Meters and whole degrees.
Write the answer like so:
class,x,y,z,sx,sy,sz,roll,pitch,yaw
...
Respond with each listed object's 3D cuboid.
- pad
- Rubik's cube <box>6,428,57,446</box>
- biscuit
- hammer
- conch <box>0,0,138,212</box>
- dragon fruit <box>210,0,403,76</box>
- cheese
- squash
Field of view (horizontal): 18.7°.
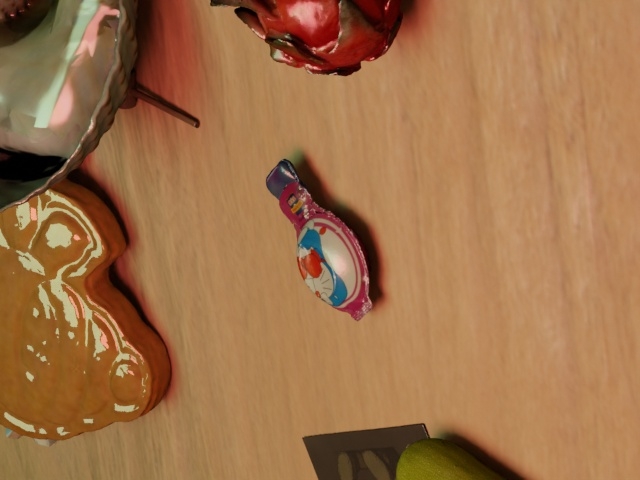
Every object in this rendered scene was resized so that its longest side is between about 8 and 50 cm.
class,x,y,z,sx,sy,sz,roll,pitch,yaw
pad,0.056,0.224,1.692,0.190,0.004,0.127,-15,97,56
Rubik's cube,-0.306,0.181,2.095,0.073,0.075,0.084,14,107,28
biscuit,-0.311,0.060,1.963,0.351,0.057,0.312,11,118,30
hammer,-0.147,-0.123,1.755,0.110,0.019,0.035,28,130,36
conch,-0.294,-0.172,1.727,0.303,0.215,0.319,12,92,15
dragon fruit,0.000,-0.190,1.417,0.121,0.130,0.142,-23,135,26
cheese,0.000,0.000,1.603,0.145,0.038,0.095,58,146,10
squash,0.136,0.218,1.526,0.201,0.066,0.066,31,133,37
